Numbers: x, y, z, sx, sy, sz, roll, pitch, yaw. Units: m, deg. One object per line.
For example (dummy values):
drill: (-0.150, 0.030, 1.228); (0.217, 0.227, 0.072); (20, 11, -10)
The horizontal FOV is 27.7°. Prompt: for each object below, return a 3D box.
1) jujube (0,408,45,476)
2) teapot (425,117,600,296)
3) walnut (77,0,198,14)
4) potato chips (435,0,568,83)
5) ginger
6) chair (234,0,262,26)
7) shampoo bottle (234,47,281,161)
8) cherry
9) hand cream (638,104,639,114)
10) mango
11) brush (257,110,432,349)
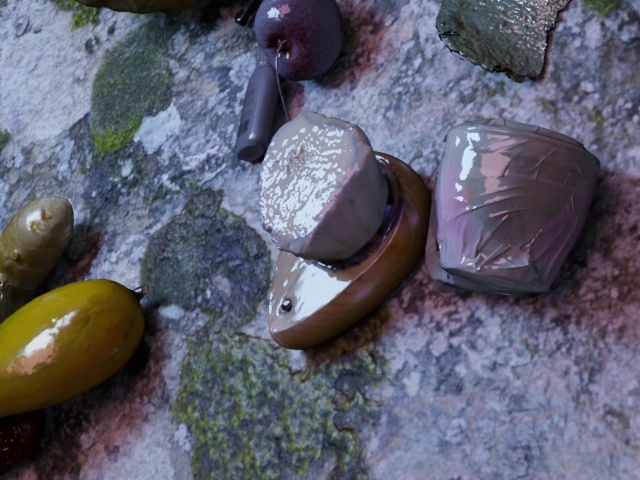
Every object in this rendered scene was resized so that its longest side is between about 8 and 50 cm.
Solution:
jujube: (-0.443, 0.274, 1.780); (0.166, 0.104, 0.104); (-49, 46, 26)
teapot: (0.174, -0.031, 1.377); (0.222, 0.163, 0.178); (9, 82, 41)
walnut: (-0.249, -0.472, 1.806); (0.344, 0.306, 0.306); (119, 151, -56)
potato chips: (0.217, -0.296, 1.543); (0.167, 0.059, 0.228); (12, 72, 36)
ginger: (-0.489, 0.126, 1.845); (0.363, 0.122, 0.348); (-60, -4, -45)
chair: (-0.045, -0.395, 1.765); (0.113, 0.106, 0.229); (32, 90, 36)
shampoo bottle: (-0.079, -0.190, 1.730); (0.080, 0.040, 0.165); (143, 141, -65)
cherry: (-0.017, -0.251, 1.700); (0.115, 0.188, 0.148); (-22, 28, 1)
hand cream: (0.447, -0.144, 1.284); (0.271, 0.058, 0.091); (-22, 68, 34)
mango: (-0.361, 0.148, 1.711); (0.317, 0.119, 0.176); (-30, 37, -2)
brush: (0.000, 0.000, 1.501); (0.174, 0.166, 0.266); (32, 93, 43)
